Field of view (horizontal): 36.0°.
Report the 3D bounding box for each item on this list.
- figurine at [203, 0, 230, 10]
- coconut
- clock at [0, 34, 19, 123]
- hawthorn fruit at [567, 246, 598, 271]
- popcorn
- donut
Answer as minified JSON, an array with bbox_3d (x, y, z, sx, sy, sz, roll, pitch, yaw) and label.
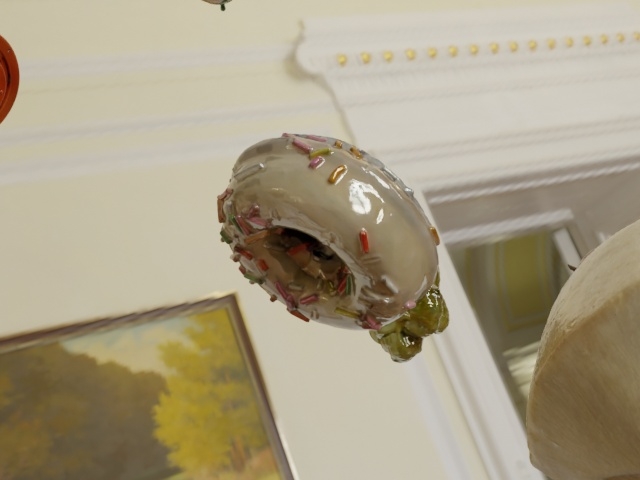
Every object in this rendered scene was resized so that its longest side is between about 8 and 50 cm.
[{"bbox_3d":[-0.203,-0.511,1.695,0.324,0.222,0.124,-12,-6,-6],"label":"figurine"},{"bbox_3d":[0.408,0.156,1.037,0.415,0.344,0.415,-44,7,7],"label":"coconut"},{"bbox_3d":[-0.567,-0.245,1.557,0.205,0.051,0.205,-34,-39,-34],"label":"clock"},{"bbox_3d":[0.584,0.090,1.992,0.179,0.200,0.179,-37,-35,-33],"label":"hawthorn fruit"},{"bbox_3d":[0.133,0.087,1.888,0.276,0.277,0.225,-12,-12,-25],"label":"popcorn"},{"bbox_3d":[0.000,0.000,1.552,0.142,0.382,0.383,-55,2,-33],"label":"donut"}]
